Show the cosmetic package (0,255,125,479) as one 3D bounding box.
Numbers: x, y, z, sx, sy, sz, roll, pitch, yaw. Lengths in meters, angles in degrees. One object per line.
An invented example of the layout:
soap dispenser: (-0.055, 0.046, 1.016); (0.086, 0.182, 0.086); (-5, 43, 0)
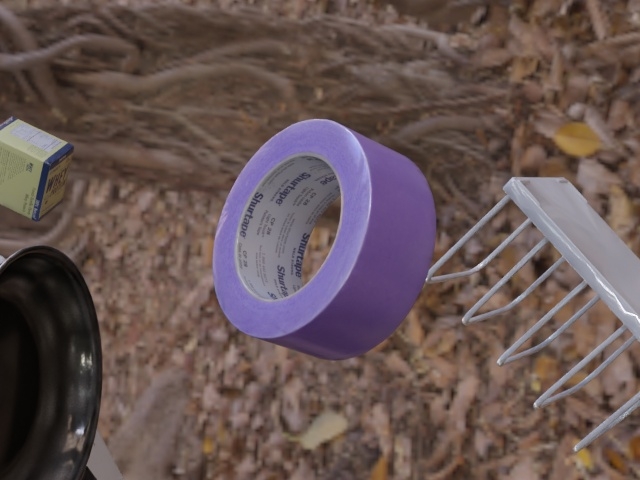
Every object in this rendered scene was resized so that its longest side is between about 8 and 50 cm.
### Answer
cosmetic package: (-0.393, 0.287, 1.145); (0.327, 0.329, 0.394); (-81, -31, -69)

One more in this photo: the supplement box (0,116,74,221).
supplement box: (-0.338, -0.082, 1.395); (0.056, 0.083, 0.083); (-54, -13, -56)

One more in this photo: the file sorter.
file sorter: (0.289, 0.084, 1.417); (0.173, 0.193, 0.278); (-47, 71, 23)

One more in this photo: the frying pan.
frying pan: (-0.188, 0.128, 0.889); (0.326, 0.053, 0.197); (61, -146, -62)

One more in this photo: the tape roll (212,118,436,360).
tape roll: (0.000, 0.000, 1.013); (0.189, 0.080, 0.189); (-22, 57, 40)
